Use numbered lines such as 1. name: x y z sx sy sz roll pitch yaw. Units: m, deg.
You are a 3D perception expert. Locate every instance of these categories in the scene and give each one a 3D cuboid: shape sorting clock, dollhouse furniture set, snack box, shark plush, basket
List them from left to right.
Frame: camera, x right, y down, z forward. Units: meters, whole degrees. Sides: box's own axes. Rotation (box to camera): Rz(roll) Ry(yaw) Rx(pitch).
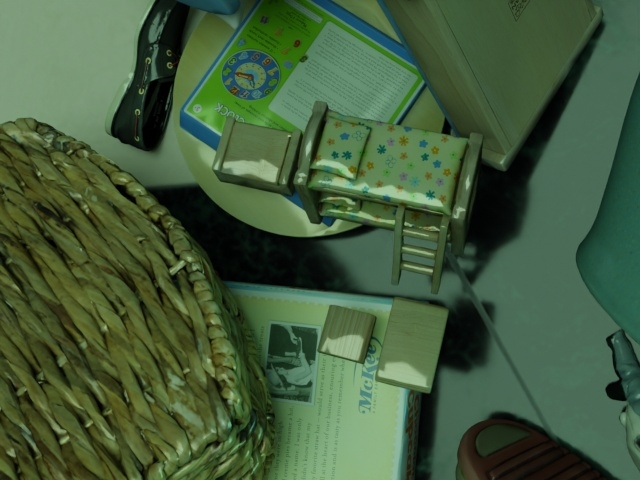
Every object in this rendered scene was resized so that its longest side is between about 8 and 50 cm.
1. basket: -0.158 0.087 0.794 0.213 0.223 0.299 -36 61 -8
2. snack box: -0.029 0.195 0.817 0.187 0.060 0.322 5 90 17
3. shape sorting clock: -0.009 -0.104 0.832 0.206 0.040 0.206 -1 81 8
4. dollhouse furniture set: 0.000 0.000 0.732 0.182 0.101 0.161 12 76 10
5. dollhouse furniture set: 0.035 -0.237 0.780 0.303 0.198 0.286 26 77 34
6. shark plush: 0.241 0.136 0.755 0.067 0.073 0.161 -28 58 -5

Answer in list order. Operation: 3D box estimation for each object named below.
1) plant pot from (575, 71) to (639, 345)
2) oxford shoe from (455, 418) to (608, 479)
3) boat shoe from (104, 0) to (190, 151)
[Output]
1. plant pot: 0.290 -0.040 0.636 0.271 0.271 0.255 36 114 15
2. oxford shoe: 0.184 0.276 0.719 0.348 0.123 0.130 55 134 26
3. boat shoe: -0.124 -0.134 0.866 0.042 0.049 0.133 26 103 20
